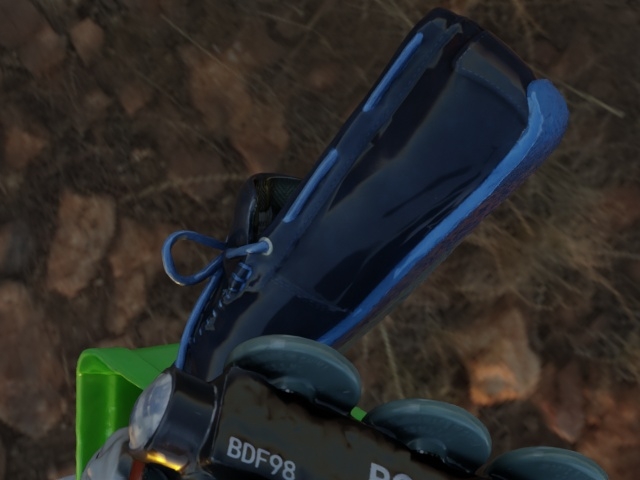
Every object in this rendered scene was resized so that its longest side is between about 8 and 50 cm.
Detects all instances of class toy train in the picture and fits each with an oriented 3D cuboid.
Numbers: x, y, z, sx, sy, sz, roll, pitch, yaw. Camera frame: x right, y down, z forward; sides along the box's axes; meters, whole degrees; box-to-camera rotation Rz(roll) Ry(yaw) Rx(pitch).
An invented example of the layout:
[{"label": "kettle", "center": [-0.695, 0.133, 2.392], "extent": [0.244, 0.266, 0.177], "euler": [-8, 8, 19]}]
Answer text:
[{"label": "toy train", "center": [0.023, 0.176, 0.881], "extent": [0.334, 0.142, 0.190], "euler": [25, 139, -21]}]

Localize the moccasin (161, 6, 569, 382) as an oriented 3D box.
[{"label": "moccasin", "center": [0.000, 0.000, 0.936], "extent": [0.342, 0.137, 0.117], "euler": [-44, 81, 19]}]

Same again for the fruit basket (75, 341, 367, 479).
[{"label": "fruit basket", "center": [-0.135, 0.300, 1.296], "extent": [0.392, 0.283, 0.392], "euler": [-31, 137, -35]}]

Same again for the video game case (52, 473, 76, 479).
[{"label": "video game case", "center": [-0.269, 0.351, 1.624], "extent": [0.193, 0.212, 0.023], "euler": [-9, 145, -48]}]
